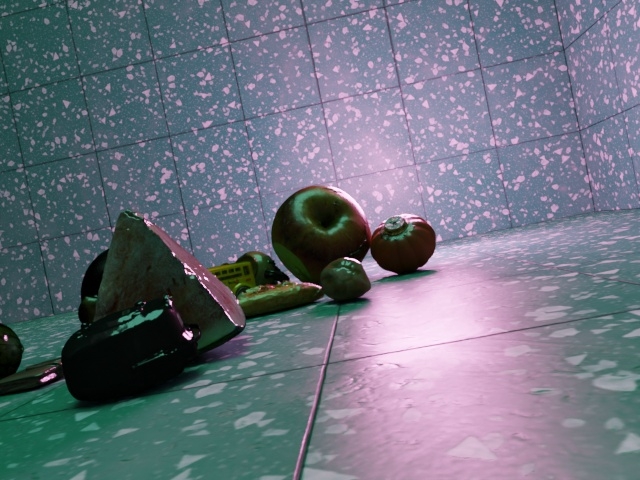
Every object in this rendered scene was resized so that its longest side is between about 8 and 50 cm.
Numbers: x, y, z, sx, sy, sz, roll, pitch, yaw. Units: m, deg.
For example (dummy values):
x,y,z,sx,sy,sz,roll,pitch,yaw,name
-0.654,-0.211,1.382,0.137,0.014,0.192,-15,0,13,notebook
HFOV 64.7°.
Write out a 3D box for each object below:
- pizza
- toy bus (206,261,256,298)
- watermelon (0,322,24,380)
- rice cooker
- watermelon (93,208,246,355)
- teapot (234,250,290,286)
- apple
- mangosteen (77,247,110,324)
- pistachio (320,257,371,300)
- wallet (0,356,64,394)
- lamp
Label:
x,y,z,sx,sy,sz,roll,pitch,yaw,name
-0.163,0.159,1.432,0.280,0.075,0.288,-10,0,-24,pizza
-0.379,0.161,1.642,0.331,0.151,0.144,-11,1,-34,toy bus
-0.660,0.228,1.006,0.141,0.140,0.187,-11,-10,16,watermelon
-0.284,0.164,0.767,0.203,0.118,0.142,-20,11,-17,rice cooker
-0.304,0.110,0.985,0.284,0.292,0.250,-14,-20,-11,watermelon
-0.222,0.135,1.904,0.270,0.172,0.183,1,-18,32,teapot
0.000,0.000,1.837,0.375,0.383,0.374,-14,-26,-7,apple
-0.456,0.150,1.249,0.275,0.274,0.302,-11,36,6,mangosteen
0.058,0.104,1.293,0.126,0.108,0.185,23,-16,-19,pistachio
-0.545,0.257,0.985,0.118,0.038,0.153,-13,-1,6,wallet
0.275,0.011,1.690,0.224,0.196,0.223,-18,36,14,lamp
